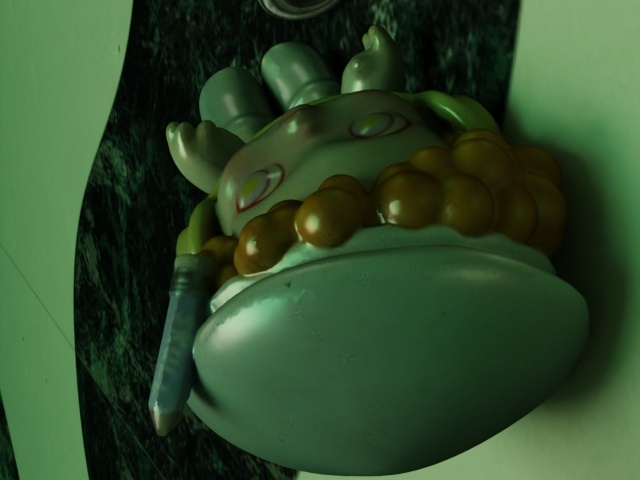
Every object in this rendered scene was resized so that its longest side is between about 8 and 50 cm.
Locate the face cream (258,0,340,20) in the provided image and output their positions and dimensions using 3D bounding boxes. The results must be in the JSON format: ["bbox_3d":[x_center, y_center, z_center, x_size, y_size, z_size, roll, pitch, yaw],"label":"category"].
[{"bbox_3d":[-0.056,-0.274,0.962,0.073,0.073,0.283,110,144,-47],"label":"face cream"}]

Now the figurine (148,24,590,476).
[{"bbox_3d":[0.029,-0.012,0.803,0.382,0.224,0.205,-92,-16,-58],"label":"figurine"}]
